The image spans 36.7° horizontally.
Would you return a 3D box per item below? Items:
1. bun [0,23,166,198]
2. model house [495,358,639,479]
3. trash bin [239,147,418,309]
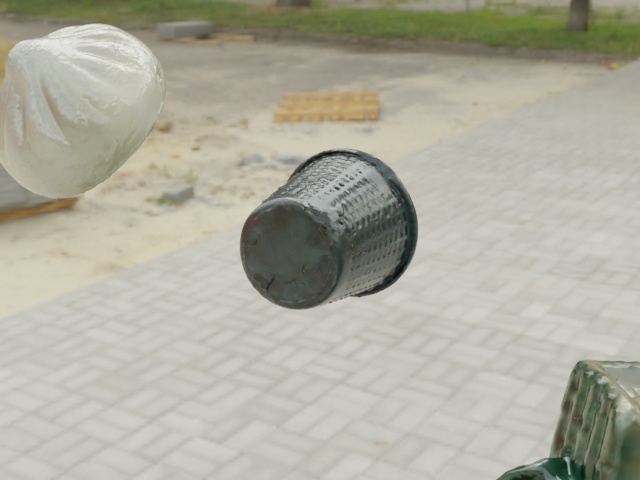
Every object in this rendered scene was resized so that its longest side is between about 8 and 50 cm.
[{"bbox_3d":[-0.187,-0.105,0.691,0.138,0.094,0.138,-22,45,24],"label":"bun"},{"bbox_3d":[0.284,0.358,0.875,0.400,0.445,0.395,23,15,35],"label":"model house"},{"bbox_3d":[0.000,0.000,1.048,0.175,0.175,0.161,7,18,24],"label":"trash bin"}]
